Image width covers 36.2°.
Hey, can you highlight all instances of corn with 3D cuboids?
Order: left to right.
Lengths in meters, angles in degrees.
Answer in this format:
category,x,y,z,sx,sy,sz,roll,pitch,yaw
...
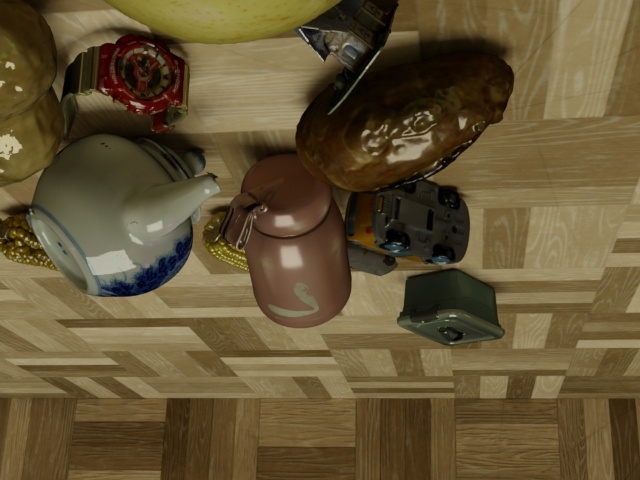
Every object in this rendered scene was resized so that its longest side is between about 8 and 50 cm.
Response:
category,x,y,z,sx,sy,sz,roll,pitch,yaw
corn,-0.462,0.019,1.875,0.313,0.102,0.102,16,155,-38
corn,-0.118,0.017,1.837,0.093,0.093,0.244,-14,154,36

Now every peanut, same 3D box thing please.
category,x,y,z,sx,sy,sz,roll,pitch,yaw
peanut,-0.407,-0.175,1.211,0.169,0.192,0.387,-33,172,-23

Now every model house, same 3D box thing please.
category,x,y,z,sx,sy,sz,roll,pitch,yaw
model house,0.017,-0.232,1.112,0.088,0.167,0.117,35,121,-11

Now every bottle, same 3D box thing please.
category,x,y,z,sx,sy,sz,roll,pitch,yaw
bottle,-0.054,0.006,1.598,0.206,0.173,0.296,-34,145,-21

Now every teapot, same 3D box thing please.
category,x,y,z,sx,sy,sz,roll,pitch,yaw
teapot,-0.286,-0.056,1.494,0.424,0.280,0.252,2,126,57

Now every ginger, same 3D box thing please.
category,x,y,z,sx,sy,sz,roll,pitch,yaw
ginger,0.096,-0.146,1.288,0.321,0.172,0.165,-13,117,36

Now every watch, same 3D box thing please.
category,x,y,z,sx,sy,sz,roll,pitch,yaw
watch,-0.268,-0.188,1.330,0.165,0.102,0.268,6,167,-15

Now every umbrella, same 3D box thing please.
category,x,y,z,sx,sy,sz,roll,pitch,yaw
umbrella,0.000,0.000,1.813,0.337,0.073,0.067,15,128,-33

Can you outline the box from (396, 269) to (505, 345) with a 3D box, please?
category,x,y,z,sx,sy,sz,roll,pitch,yaw
box,0.283,0.154,2.118,0.162,0.130,0.227,-13,154,36

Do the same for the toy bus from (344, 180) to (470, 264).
category,x,y,z,sx,sy,sz,roll,pitch,yaw
toy bus,0.141,-0.029,1.655,0.210,0.126,0.136,16,164,-34

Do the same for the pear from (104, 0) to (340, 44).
category,x,y,z,sx,sy,sz,roll,pitch,yaw
pear,-0.078,-0.293,0.737,0.309,0.309,0.309,2,159,1
